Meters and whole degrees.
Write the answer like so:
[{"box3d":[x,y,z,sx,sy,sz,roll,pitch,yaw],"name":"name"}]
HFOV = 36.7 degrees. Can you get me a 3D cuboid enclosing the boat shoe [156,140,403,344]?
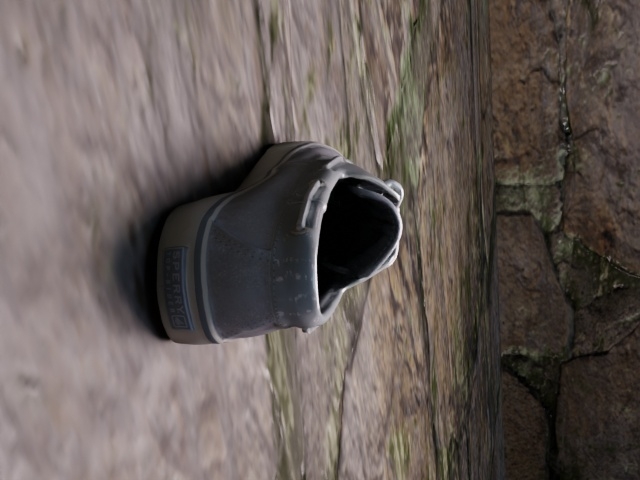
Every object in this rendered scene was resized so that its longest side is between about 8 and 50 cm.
[{"box3d":[0.000,-0.001,0.468,0.227,0.081,0.079,-42,131,-70],"name":"boat shoe"}]
